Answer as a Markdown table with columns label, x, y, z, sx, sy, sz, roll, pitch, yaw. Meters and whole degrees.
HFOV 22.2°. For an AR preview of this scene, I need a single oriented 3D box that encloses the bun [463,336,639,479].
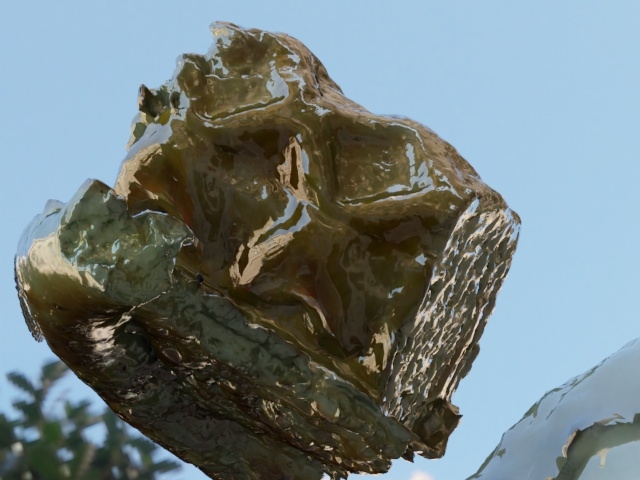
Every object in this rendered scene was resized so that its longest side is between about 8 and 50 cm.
| label | x | y | z | sx | sy | sz | roll | pitch | yaw |
| --- | --- | --- | --- | --- | --- | --- | --- | --- | --- |
| bun | 0.104 | 0.108 | 0.360 | 0.195 | 0.195 | 0.118 | -54 | -15 | 26 |

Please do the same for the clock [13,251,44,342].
| label | x | y | z | sx | sy | sz | roll | pitch | yaw |
| --- | --- | --- | --- | --- | --- | --- | --- | --- | --- |
| clock | -0.257 | 0.050 | 1.445 | 0.010 | 0.083 | 0.074 | -12 | -9 | 5 |

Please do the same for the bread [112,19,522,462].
| label | x | y | z | sx | sy | sz | roll | pitch | yaw |
| --- | --- | --- | --- | --- | --- | --- | --- | --- | --- |
| bread | -0.002 | -0.002 | 1.084 | 0.196 | 0.252 | 0.238 | -21 | -47 | -55 |

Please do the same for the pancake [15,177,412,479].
| label | x | y | z | sx | sy | sz | roll | pitch | yaw |
| --- | --- | --- | --- | --- | --- | --- | --- | --- | --- |
| pancake | -0.050 | 0.075 | 0.784 | 0.054 | 0.197 | 0.376 | -66 | -27 | -18 |
